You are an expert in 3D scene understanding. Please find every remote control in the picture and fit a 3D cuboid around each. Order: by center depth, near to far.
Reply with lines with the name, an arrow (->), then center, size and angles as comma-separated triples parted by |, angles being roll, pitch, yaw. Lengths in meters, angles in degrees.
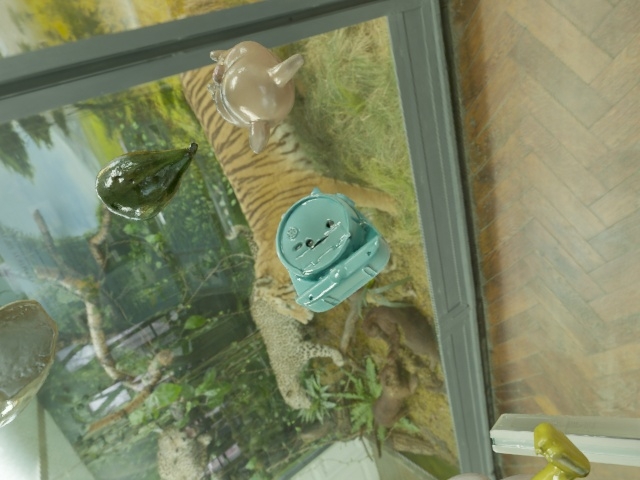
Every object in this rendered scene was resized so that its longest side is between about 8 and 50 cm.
remote control -> 0.487, 0.385, 0.815 | 0.277, 0.103, 0.056 | -14, 81, 35

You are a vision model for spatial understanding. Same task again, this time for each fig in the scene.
fig -> -0.271, -0.100, 0.679 | 0.117, 0.177, 0.117 | 61, -167, -24

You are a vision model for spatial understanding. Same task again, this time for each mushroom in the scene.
mushroom -> -0.519, 0.226, 0.659 | 0.350, 0.128, 0.128 | -45, 69, 19

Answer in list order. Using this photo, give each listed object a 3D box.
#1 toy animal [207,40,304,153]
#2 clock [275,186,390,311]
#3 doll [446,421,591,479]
toy animal -> -0.126, -0.284, 0.783 | 0.250, 0.154, 0.167 | -119, 33, -54
clock -> 0.000, 0.000, 0.922 | 0.274, 0.223, 0.094 | 56, -169, 32
doll -> 0.129, 0.332, 0.381 | 0.160, 0.365, 0.094 | 39, -172, 13
